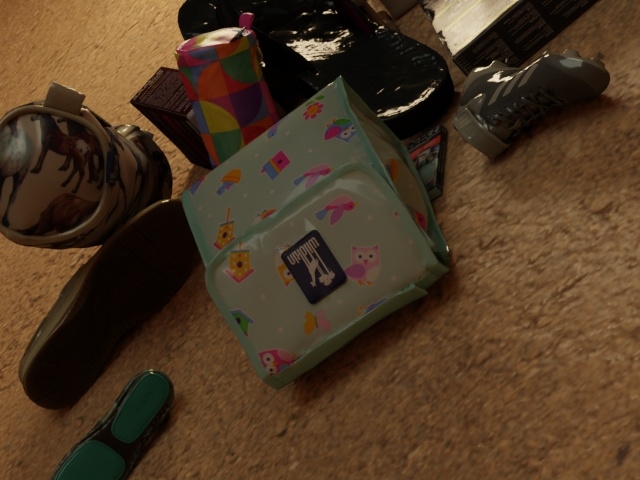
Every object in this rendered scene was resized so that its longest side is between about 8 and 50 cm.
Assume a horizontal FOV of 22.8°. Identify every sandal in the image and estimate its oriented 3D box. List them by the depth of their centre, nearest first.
[{"bbox_3d":[-0.017,-0.253,1.882,0.167,0.107,0.446,-43,44,-19],"label":"sandal"}]

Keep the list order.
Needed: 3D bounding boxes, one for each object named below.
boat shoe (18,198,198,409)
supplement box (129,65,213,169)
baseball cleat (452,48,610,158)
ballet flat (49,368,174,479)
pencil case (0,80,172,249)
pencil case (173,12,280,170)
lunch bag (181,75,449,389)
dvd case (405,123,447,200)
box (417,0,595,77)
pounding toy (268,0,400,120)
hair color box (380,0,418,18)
[{"bbox_3d":[-0.265,0.068,1.950,0.302,0.109,0.098,-53,26,-4],"label":"boat shoe"},{"bbox_3d":[-0.148,-0.154,2.077,0.073,0.130,0.239,-50,26,-10],"label":"supplement box"},{"bbox_3d":[0.207,-0.131,1.585,0.206,0.072,0.109,0,64,63],"label":"baseball cleat"},{"bbox_3d":[-0.223,0.221,1.711,0.188,0.070,0.070,-48,25,-11],"label":"ballet flat"},{"bbox_3d":[-0.290,-0.081,1.967,0.183,0.160,0.410,-59,-4,2],"label":"pencil case"},{"bbox_3d":[-0.088,-0.135,1.838,0.104,0.236,0.104,-14,17,4],"label":"pencil case"},{"bbox_3d":[0.000,0.000,1.582,0.223,0.160,0.262,-35,40,13],"label":"lunch bag"},{"bbox_3d":[0.097,-0.068,1.703,0.087,0.013,0.119,-32,27,27],"label":"dvd case"},{"bbox_3d":[0.245,-0.305,1.785,0.270,0.060,0.216,-40,25,11],"label":"box"},{"bbox_3d":[-0.046,-0.253,2.038,0.269,0.155,0.154,-32,24,26],"label":"pounding toy"},{"bbox_3d":[0.128,-0.356,2.030,0.141,0.072,0.043,-35,26,19],"label":"hair color box"}]
